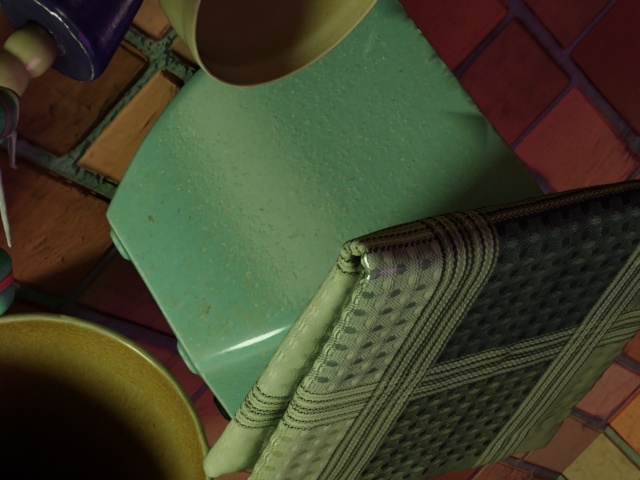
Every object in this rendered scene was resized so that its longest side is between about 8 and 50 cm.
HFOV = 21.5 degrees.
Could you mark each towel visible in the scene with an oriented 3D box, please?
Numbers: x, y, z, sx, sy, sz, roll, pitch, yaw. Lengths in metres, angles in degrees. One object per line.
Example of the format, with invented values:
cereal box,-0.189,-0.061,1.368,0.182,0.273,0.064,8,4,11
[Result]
towel,0.092,0.073,1.129,0.312,0.056,0.324,-12,147,-33

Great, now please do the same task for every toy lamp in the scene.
toy lamp,-0.203,-0.068,0.948,0.274,0.080,0.080,-47,156,-20

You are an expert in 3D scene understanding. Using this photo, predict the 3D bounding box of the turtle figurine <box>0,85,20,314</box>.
turtle figurine,-0.216,-0.031,0.836,0.175,0.234,0.118,-42,-164,-23

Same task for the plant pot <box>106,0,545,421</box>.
plant pot,0.000,0.000,1.203,0.252,0.247,0.248,-32,153,-4

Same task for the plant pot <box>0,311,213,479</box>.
plant pot,-0.218,0.212,1.246,0.237,0.237,0.254,-30,165,-26

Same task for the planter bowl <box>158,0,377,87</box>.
planter bowl,-0.042,-0.187,1.001,0.162,0.109,0.162,-34,153,-20
